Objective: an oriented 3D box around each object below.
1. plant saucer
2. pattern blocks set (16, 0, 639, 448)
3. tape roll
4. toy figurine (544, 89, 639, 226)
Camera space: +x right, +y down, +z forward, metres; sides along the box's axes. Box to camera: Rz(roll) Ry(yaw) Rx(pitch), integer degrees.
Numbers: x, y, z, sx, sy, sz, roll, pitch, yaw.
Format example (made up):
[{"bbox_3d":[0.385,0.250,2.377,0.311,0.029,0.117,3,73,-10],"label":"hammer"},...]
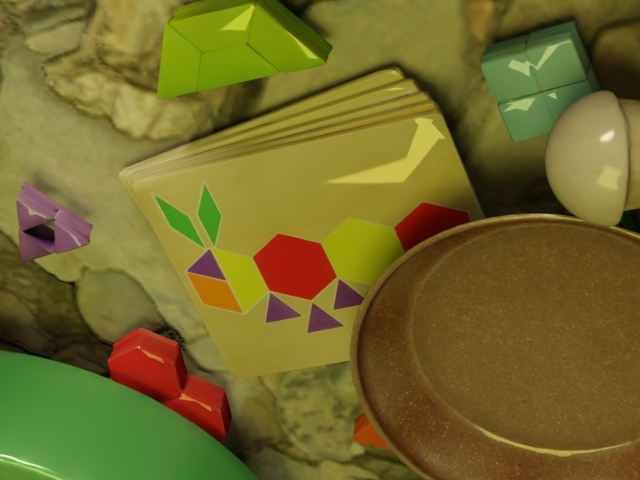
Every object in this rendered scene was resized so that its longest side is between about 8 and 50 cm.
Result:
[{"bbox_3d":[0.114,0.058,0.844,0.198,0.036,0.199,7,129,9],"label":"plant saucer"},{"bbox_3d":[0.000,0.000,0.869,0.324,0.026,0.285,-4,126,18],"label":"pattern blocks set"},{"bbox_3d":[-0.169,0.202,1.018,0.321,0.077,0.321,10,135,10],"label":"tape roll"},{"bbox_3d":[0.172,-0.052,0.663,0.148,0.210,0.213,-3,129,-4],"label":"toy figurine"}]
